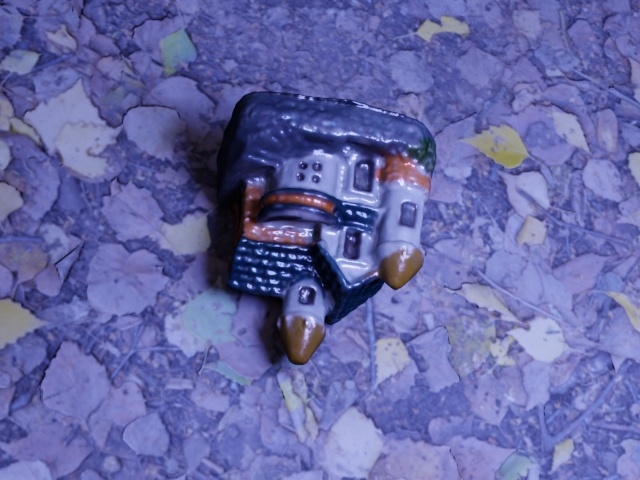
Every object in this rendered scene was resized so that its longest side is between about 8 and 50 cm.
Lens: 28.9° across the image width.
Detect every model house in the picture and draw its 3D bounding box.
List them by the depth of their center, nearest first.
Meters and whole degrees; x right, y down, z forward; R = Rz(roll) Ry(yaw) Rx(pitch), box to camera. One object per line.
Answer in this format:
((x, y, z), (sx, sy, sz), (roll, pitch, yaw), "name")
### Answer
((0.000, 0.000, 1.524), (0.271, 0.190, 0.301), (11, 62, -11), "model house")
